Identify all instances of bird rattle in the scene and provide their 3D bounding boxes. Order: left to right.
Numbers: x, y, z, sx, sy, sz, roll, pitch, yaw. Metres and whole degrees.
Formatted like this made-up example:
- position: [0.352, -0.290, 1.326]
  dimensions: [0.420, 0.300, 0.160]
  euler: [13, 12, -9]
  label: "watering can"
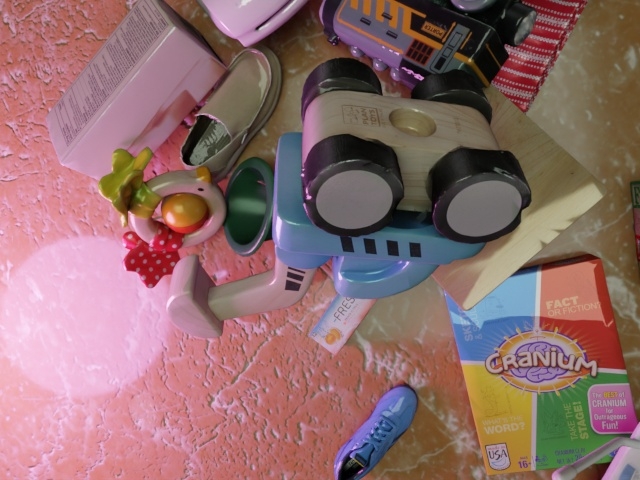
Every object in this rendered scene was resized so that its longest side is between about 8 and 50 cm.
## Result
- position: [-0.263, -0.034, 0.876]
  dimensions: [0.207, 0.143, 0.253]
  euler: [-16, 130, -7]
  label: "bird rattle"

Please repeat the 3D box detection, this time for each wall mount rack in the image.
- position: [0.437, 0.397, 0.731]
  dimensions: [0.304, 0.130, 0.350]
  euler: [11, 115, 3]
  label: "wall mount rack"

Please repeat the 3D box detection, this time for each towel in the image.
- position: [0.299, -0.357, 0.801]
  dimensions: [0.199, 0.031, 0.275]
  euler: [27, 100, 10]
  label: "towel"

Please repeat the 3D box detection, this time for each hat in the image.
- position: [-0.050, -0.048, 0.909]
  dimensions: [0.208, 0.183, 0.173]
  euler: [26, 106, 52]
  label: "hat"

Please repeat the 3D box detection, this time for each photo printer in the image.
- position: [-0.114, -0.478, 0.804]
  dimensions: [0.256, 0.107, 0.307]
  euler: [-41, 68, 13]
  label: "photo printer"

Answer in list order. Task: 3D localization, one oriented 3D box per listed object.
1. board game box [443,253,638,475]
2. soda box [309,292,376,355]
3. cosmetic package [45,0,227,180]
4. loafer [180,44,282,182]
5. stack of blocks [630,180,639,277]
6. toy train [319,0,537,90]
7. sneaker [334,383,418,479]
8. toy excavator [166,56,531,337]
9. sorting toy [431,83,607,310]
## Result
- position: [0.352, 0.202, 0.818]
  dimensions: [0.242, 0.064, 0.316]
  euler: [-14, 92, 13]
  label: "board game box"
- position: [0.057, 0.107, 0.880]
  dimensions: [0.063, 0.058, 0.183]
  euler: [36, 101, 8]
  label: "soda box"
- position: [-0.322, -0.254, 0.875]
  dimensions: [0.296, 0.129, 0.153]
  euler: [-43, 56, 13]
  label: "cosmetic package"
- position: [-0.157, -0.217, 0.883]
  dimensions: [0.102, 0.092, 0.268]
  euler: [31, 101, 9]
  label: "loafer"
- position: [0.630, -0.023, 0.724]
  dimensions: [0.297, 0.087, 0.171]
  euler: [-7, 93, 13]
  label: "stack of blocks"
- position: [0.141, -0.337, 0.754]
  dimensions: [0.334, 0.142, 0.190]
  euler: [39, 104, 27]
  label: "toy train"
- position: [0.098, 0.346, 0.881]
  dimensions: [0.069, 0.082, 0.209]
  euler: [39, 100, 9]
  label: "sneaker"
- position: [0.000, 0.000, 0.708]
  dimensions: [0.433, 0.222, 0.445]
  euler: [4, 135, -8]
  label: "toy excavator"
- position: [0.240, -0.069, 0.788]
  dimensions: [0.257, 0.089, 0.255]
  euler: [-43, 72, 12]
  label: "sorting toy"
